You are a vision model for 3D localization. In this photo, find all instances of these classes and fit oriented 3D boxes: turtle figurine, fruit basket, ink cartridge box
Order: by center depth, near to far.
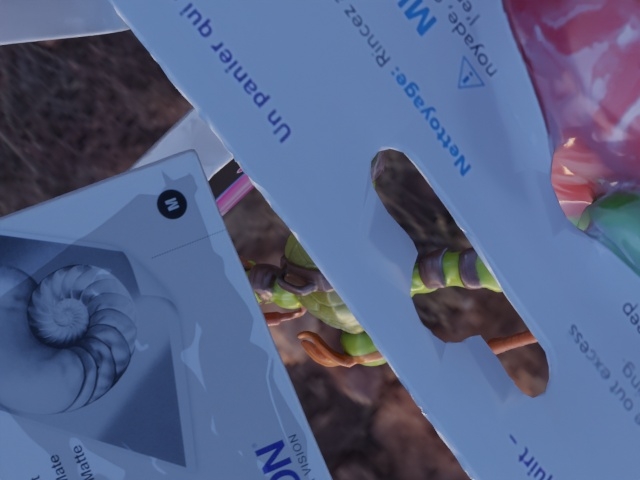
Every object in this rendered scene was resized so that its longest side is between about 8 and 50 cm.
[{"bbox_3d":[0.099,-0.083,0.479,0.327,0.165,0.353,51,58,-13],"label":"fruit basket"},{"bbox_3d":[-0.119,0.097,0.884,0.224,0.045,0.223,-23,86,-14],"label":"ink cartridge box"},{"bbox_3d":[0.000,0.000,1.215,0.087,0.269,0.217,-47,126,-46],"label":"turtle figurine"},{"bbox_3d":[-0.171,-0.001,1.701,0.371,0.176,0.069,-40,84,21],"label":"ink cartridge box"}]

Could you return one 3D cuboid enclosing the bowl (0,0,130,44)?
[{"bbox_3d":[-0.175,-0.159,1.243,0.142,0.142,0.053,-3,102,12],"label":"bowl"}]
